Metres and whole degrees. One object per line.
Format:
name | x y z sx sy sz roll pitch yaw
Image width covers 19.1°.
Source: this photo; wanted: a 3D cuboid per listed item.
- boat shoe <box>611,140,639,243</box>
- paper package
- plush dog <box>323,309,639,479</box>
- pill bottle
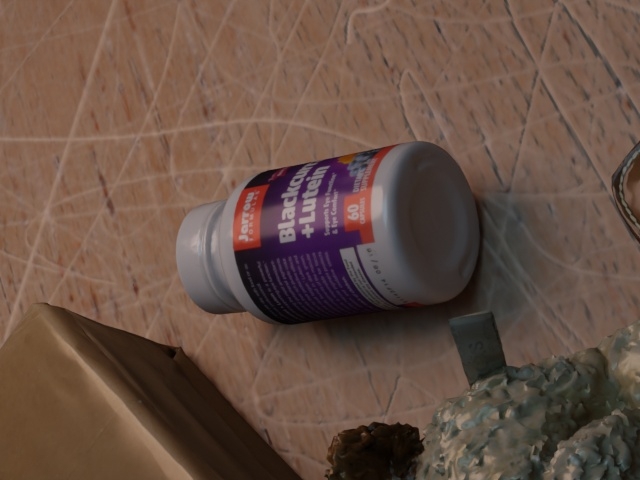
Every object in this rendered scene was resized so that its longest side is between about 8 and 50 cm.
boat shoe | 0.277 0.024 1.035 0.324 0.120 0.122 41 99 42
paper package | -0.156 0.252 1.268 0.325 0.168 0.309 -56 46 8
plush dog | 0.128 0.179 0.980 0.262 0.210 0.225 -66 29 27
pill bottle | 0.000 0.000 1.282 0.193 0.108 0.108 -10 66 36
